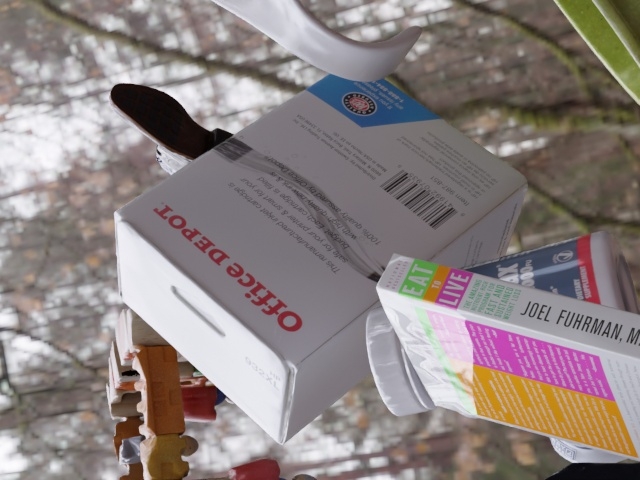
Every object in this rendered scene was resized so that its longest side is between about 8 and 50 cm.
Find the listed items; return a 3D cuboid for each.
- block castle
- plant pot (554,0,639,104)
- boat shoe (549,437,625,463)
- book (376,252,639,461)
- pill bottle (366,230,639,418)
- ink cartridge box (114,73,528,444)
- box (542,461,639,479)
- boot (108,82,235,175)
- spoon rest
[{"bbox_3d":[-0.152,0.258,1.694,0.453,0.212,0.303,121,142,-66],"label":"block castle"},{"bbox_3d":[0.341,-0.285,1.182,0.276,0.254,0.276,50,-170,-12],"label":"plant pot"},{"bbox_3d":[0.417,0.114,1.457,0.136,0.367,0.156,-126,22,-48],"label":"boat shoe"},{"bbox_3d":[0.101,0.052,0.524,0.035,0.144,0.096,-62,-35,-20],"label":"book"},{"bbox_3d":[0.129,0.066,0.904,0.108,0.180,0.108,-16,-90,-71],"label":"pill bottle"},{"bbox_3d":[0.000,0.000,1.173,0.307,0.223,0.129,-36,-28,-31],"label":"ink cartridge box"},{"bbox_3d":[0.135,0.293,0.603,0.296,0.182,0.294,-22,-85,-35],"label":"box"},{"bbox_3d":[-0.213,-0.133,1.778,0.219,0.106,0.082,29,-127,-25],"label":"boot"},{"bbox_3d":[-0.047,-0.229,1.065,0.276,0.137,0.084,39,-135,2],"label":"spoon rest"}]
